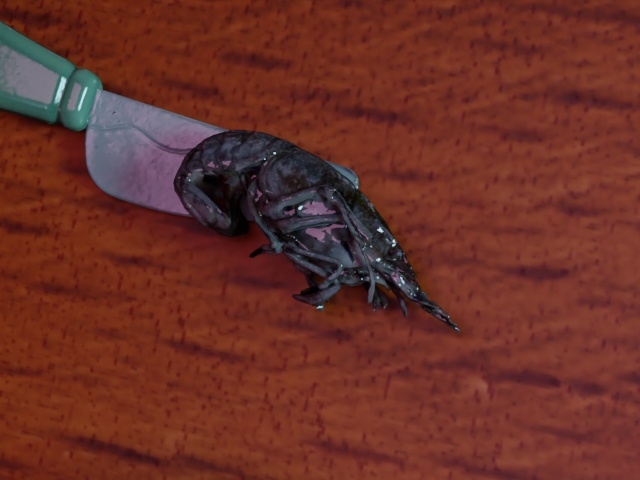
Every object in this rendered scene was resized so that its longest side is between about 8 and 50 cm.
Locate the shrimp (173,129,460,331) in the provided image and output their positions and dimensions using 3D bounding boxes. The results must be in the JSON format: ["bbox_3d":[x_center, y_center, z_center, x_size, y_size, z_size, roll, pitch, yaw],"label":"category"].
[{"bbox_3d":[0.000,0.000,0.986,0.165,0.056,0.065,40,89,16],"label":"shrimp"}]

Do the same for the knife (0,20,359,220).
[{"bbox_3d":[-0.106,-0.056,1.037,0.260,0.034,0.063,23,89,13],"label":"knife"}]
